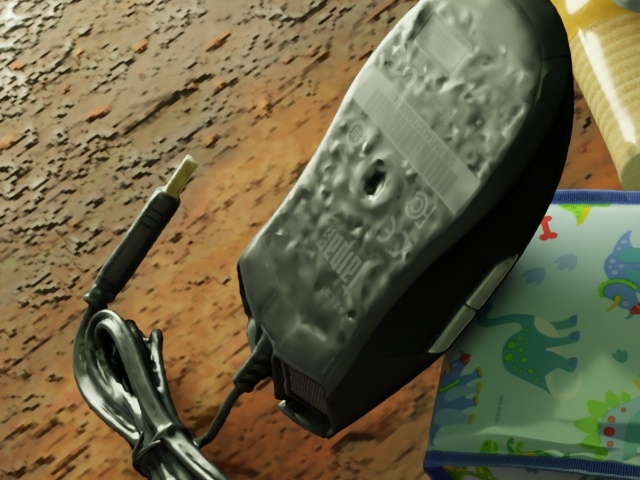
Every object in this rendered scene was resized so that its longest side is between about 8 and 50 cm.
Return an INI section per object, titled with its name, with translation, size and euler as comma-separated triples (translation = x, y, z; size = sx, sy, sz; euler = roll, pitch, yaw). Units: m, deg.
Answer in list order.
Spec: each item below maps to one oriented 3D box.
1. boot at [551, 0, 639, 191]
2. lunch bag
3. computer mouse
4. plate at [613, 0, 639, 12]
[boot]
translation = 0.243, -0.141, 0.718
size = 0.295, 0.104, 0.211
euler = -13, 56, 9
[lunch bag]
translation = 0.129, 0.052, 0.620
size = 0.151, 0.096, 0.129
euler = -2, 56, 22
[computer mouse]
translation = 0.000, 0.000, 0.645
size = 0.262, 0.060, 0.184
euler = -58, 42, 13
[plate]
translation = 0.182, -0.203, 0.707
size = 0.278, 0.045, 0.277
euler = -22, 45, -12
